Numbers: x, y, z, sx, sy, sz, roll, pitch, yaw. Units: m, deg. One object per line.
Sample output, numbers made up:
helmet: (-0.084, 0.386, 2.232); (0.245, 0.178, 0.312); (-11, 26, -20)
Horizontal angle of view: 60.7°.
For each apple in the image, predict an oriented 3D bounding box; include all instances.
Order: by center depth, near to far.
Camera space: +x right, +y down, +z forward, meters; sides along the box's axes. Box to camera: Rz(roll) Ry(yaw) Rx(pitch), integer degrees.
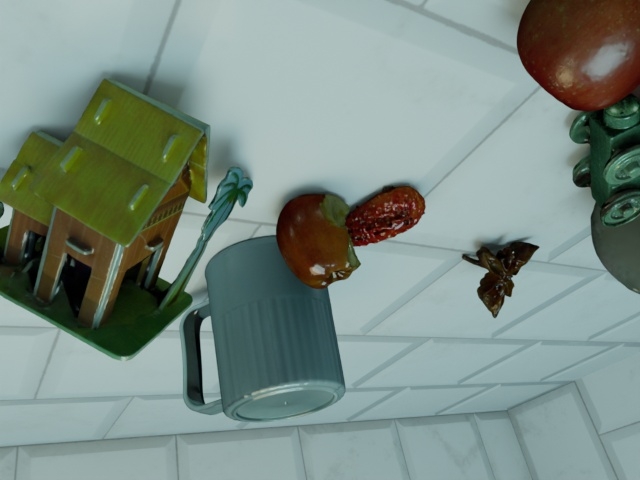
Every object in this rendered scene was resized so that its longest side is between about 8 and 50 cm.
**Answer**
apple: (0.344, -0.259, 0.685); (0.181, 0.181, 0.168); (19, 134, -42)
apple: (-0.006, 0.004, 1.003); (0.147, 0.158, 0.156); (-7, 153, -6)

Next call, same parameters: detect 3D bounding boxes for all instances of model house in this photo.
model house: (-0.281, -0.079, 0.805); (0.300, 0.340, 0.324); (29, 115, 5)

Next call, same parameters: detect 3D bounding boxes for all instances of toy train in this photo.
toy train: (0.573, -0.160, 0.965); (0.221, 0.150, 0.304); (-26, 142, 9)

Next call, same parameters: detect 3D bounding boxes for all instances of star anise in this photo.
star anise: (0.441, 0.076, 1.342); (0.196, 0.111, 0.212); (-27, 121, -13)

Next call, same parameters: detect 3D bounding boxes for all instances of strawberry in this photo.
strawberry: (0.124, -0.032, 1.071); (0.188, 0.082, 0.121); (-32, 147, 24)

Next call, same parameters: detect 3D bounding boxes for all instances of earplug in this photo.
earplug: (0.809, -0.003, 1.167); (0.394, 0.313, 0.312); (15, 140, -43)

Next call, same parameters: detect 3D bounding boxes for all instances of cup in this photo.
cup: (-0.127, 0.193, 1.117); (0.331, 0.311, 0.257); (-7, 149, -10)
